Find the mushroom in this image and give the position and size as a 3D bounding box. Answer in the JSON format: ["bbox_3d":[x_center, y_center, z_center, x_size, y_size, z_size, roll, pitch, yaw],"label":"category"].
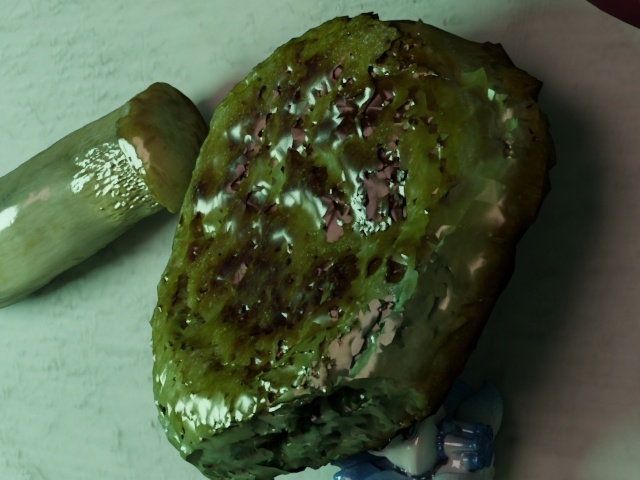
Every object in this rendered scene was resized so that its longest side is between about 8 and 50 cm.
[{"bbox_3d":[-0.212,-0.019,1.429,0.351,0.095,0.123,-22,36,40],"label":"mushroom"}]

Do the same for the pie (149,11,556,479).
[{"bbox_3d":[0.000,0.000,1.161,0.355,0.103,0.288,-25,47,46],"label":"pie"}]

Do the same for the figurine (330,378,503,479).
[{"bbox_3d":[0.053,0.126,1.116,0.114,0.079,0.114,-13,47,15],"label":"figurine"}]

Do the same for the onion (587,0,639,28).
[{"bbox_3d":[0.234,-0.225,0.873,0.337,0.282,0.260,-11,59,21],"label":"onion"}]
